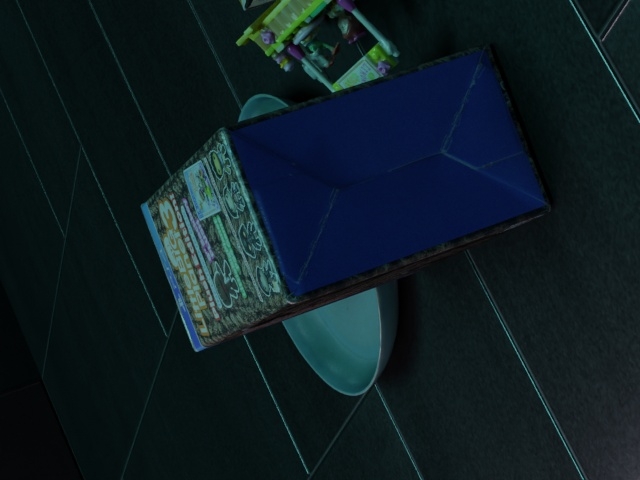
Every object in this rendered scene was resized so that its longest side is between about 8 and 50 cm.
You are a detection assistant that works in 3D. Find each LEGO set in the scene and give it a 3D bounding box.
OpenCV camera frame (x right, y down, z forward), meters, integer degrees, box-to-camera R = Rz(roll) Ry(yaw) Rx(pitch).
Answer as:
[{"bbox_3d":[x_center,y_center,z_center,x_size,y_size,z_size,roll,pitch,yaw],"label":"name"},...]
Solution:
[{"bbox_3d":[0.011,-0.176,1.450,0.107,0.132,0.287,45,163,-5],"label":"LEGO set"}]

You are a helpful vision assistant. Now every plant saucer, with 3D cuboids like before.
[{"bbox_3d":[0.000,0.000,1.723,0.317,0.044,0.317,53,154,41],"label":"plant saucer"}]

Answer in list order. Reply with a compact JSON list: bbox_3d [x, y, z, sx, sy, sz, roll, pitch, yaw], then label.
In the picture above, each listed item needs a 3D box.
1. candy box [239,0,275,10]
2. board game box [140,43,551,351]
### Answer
[{"bbox_3d":[-0.051,-0.335,1.516,0.159,0.071,0.233,63,159,18],"label":"candy box"},{"bbox_3d":[0.010,-0.027,1.403,0.141,0.232,0.291,69,160,4],"label":"board game box"}]
